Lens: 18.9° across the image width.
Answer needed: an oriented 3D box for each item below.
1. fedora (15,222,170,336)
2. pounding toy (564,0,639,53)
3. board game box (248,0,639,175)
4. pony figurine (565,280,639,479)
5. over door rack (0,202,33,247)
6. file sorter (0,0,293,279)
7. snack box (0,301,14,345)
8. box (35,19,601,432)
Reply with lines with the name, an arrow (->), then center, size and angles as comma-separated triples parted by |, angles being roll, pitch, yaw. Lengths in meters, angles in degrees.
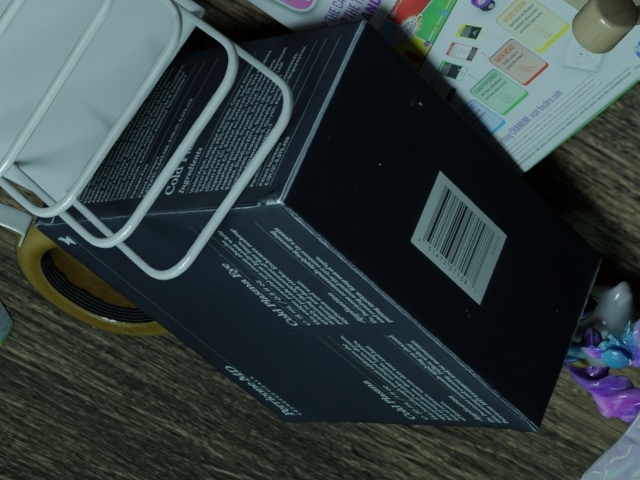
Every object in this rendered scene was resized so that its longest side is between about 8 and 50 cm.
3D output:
fedora -> -0.203, 0.018, 1.905 | 0.194, 0.079, 0.194 | 12, 145, 8
pounding toy -> 0.196, -0.195, 1.320 | 0.181, 0.206, 0.094 | 32, 143, -11
board game box -> 0.098, -0.203, 1.483 | 0.316, 0.064, 0.242 | 34, 142, -12
pony figurine -> 0.349, 0.144, 1.640 | 0.363, 0.303, 0.351 | -13, 97, 44
over door rack -> -0.330, -0.056, 1.757 | 0.108, 0.239, 0.324 | 31, 143, -17
file sorter -> -0.186, -0.117, 1.364 | 0.277, 0.193, 0.173 | 30, -173, -48
snack box -> -0.422, 0.068, 2.120 | 0.141, 0.037, 0.100 | 3, 139, 26
box -> 0.000, 0.000, 1.615 | 0.312, 0.179, 0.343 | -4, 143, 46
